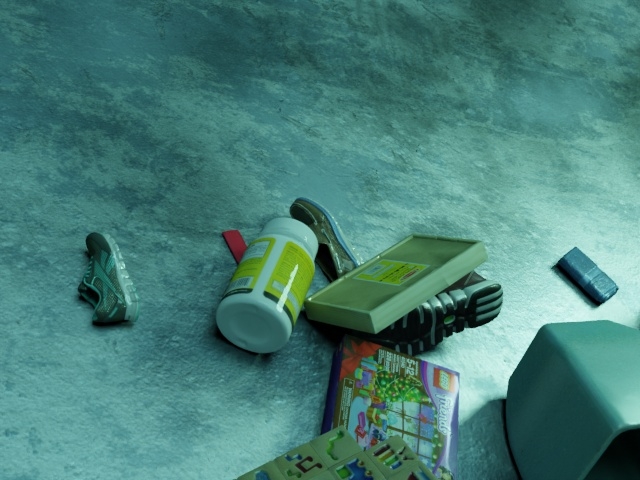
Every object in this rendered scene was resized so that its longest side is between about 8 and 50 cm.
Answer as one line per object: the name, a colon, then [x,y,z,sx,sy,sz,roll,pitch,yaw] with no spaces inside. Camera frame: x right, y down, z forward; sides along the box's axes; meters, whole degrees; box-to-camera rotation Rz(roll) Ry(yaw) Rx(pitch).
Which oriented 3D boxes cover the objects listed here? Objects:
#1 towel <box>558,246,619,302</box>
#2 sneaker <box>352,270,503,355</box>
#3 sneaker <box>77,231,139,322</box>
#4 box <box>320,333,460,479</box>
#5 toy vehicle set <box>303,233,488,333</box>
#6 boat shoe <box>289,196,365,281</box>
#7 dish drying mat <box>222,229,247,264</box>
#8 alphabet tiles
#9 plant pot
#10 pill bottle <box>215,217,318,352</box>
towel: [0.519,0.069,1.866,0.067,0.029,0.119,-26,65,-40]
sneaker: [0.155,0.104,1.628,0.282,0.106,0.162,-12,32,-23]
sneaker: [-0.331,0.055,1.444,0.076,0.065,0.166,-12,54,-29]
box: [0.104,0.294,1.433,0.201,0.057,0.293,20,44,-9]
toy vehicle set: [0.123,0.064,1.564,0.267,0.035,0.166,-29,22,-32]
boat shoe: [0.000,0.000,1.651,0.066,0.066,0.183,-25,64,-38]
dish drying mat: [-0.135,0.015,1.613,0.032,0.008,0.083,-10,55,-32]
alphabet tiles: [0.004,0.378,1.231,0.343,0.011,0.285,-23,41,-21]
plant pot: [0.433,0.260,1.503,0.248,0.247,0.252,-1,42,-27]
pill bottle: [-0.077,0.065,1.515,0.119,0.119,0.208,25,44,-3]
